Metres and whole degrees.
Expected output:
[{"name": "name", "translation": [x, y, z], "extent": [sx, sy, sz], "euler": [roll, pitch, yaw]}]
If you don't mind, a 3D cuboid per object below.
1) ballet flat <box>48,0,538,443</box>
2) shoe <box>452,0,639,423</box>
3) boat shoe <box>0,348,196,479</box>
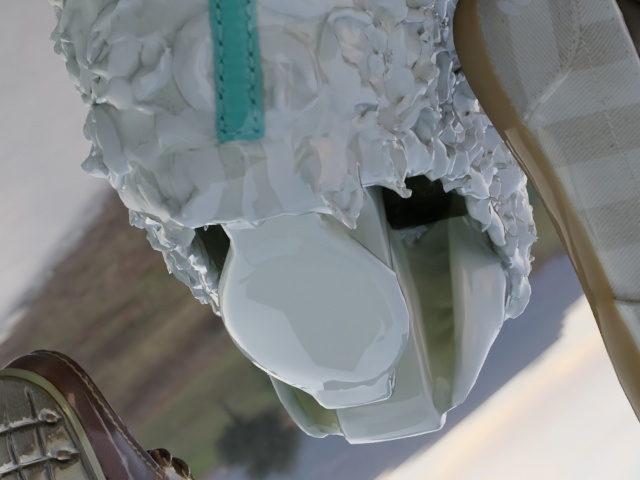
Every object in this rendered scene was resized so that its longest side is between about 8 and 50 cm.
[{"name": "ballet flat", "translation": [0.000, 0.000, 0.667], "extent": [0.147, 0.147, 0.409], "euler": [-40, 160, -1]}, {"name": "shoe", "translation": [0.114, 0.008, 0.546], "extent": [0.076, 0.219, 0.058], "euler": [-31, 178, -43]}, {"name": "boat shoe", "translation": [-0.080, 0.106, 0.775], "extent": [0.064, 0.178, 0.060], "euler": [8, -136, 35]}]
